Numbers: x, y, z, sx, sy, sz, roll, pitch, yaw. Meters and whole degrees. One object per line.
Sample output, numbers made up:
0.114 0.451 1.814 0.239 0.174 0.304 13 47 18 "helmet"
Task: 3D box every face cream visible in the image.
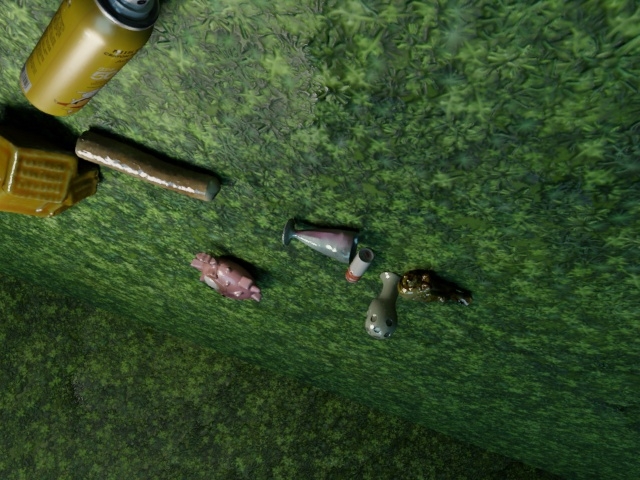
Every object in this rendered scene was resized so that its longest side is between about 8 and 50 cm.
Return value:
-0.329 -0.282 0.679 0.349 0.104 0.105 -12 139 45 "face cream"

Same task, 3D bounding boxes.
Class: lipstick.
0.090 0.060 1.111 0.039 0.038 0.130 20 153 -1 "lipstick"

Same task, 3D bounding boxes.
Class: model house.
-0.628 -0.166 1.069 0.239 0.173 0.268 -18 167 33 "model house"

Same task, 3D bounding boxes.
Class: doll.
-0.268 0.107 1.375 0.211 0.093 0.262 14 156 24 "doll"

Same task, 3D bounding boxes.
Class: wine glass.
0.000 0.000 1.023 0.155 0.073 0.073 14 153 11 "wine glass"

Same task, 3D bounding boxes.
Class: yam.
-0.354 -0.151 0.988 0.300 0.066 0.066 20 153 -3 "yam"

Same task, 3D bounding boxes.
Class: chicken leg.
0.261 0.113 1.070 0.178 0.070 0.093 17 172 -12 "chicken leg"

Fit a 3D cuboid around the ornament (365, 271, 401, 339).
0.150 0.156 1.122 0.081 0.156 0.074 0 146 33 "ornament"
